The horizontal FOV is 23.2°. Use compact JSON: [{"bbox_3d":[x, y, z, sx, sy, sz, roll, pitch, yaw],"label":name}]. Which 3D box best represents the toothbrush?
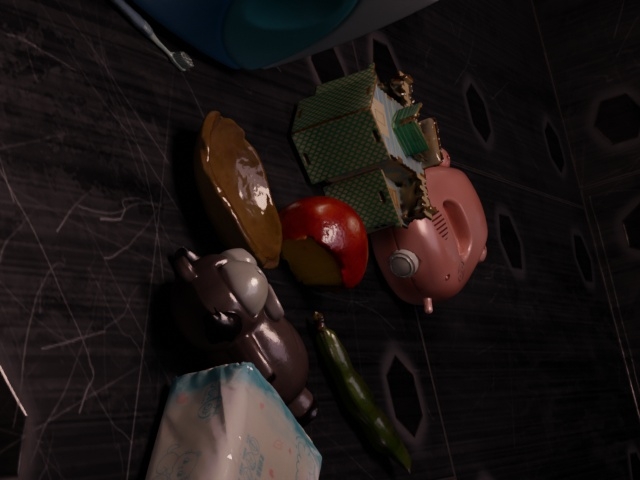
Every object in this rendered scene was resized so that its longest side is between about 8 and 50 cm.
[{"bbox_3d":[-0.220,-0.268,1.926,0.219,0.019,0.016,43,42,-51],"label":"toothbrush"}]

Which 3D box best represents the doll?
[{"bbox_3d":[-0.091,0.111,1.821,0.257,0.117,0.182,61,-4,-29],"label":"doll"}]

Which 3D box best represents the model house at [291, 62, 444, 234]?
[{"bbox_3d":[0.067,-0.153,2.318,0.206,0.178,0.271,27,53,-58],"label":"model house"}]

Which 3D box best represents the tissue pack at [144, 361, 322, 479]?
[{"bbox_3d":[-0.097,0.288,1.688,0.201,0.124,0.271,54,30,-31],"label":"tissue pack"}]

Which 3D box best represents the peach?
[{"bbox_3d":[0.002,-0.007,2.153,0.151,0.151,0.118,-74,-175,-53],"label":"peach"}]

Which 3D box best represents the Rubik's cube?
[{"bbox_3d":[-0.060,-0.454,1.999,0.347,0.351,0.352,26,53,-60],"label":"Rubik's cube"}]

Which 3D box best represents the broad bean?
[{"bbox_3d":[0.057,0.226,2.188,0.297,0.043,0.060,59,16,-27],"label":"broad bean"}]

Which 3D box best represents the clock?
[{"bbox_3d":[0.171,-0.011,2.499,0.227,0.142,0.241,67,27,-15],"label":"clock"}]

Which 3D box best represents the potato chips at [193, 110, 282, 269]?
[{"bbox_3d":[-0.114,-0.058,1.969,0.208,0.062,0.195,58,22,-30],"label":"potato chips"}]
